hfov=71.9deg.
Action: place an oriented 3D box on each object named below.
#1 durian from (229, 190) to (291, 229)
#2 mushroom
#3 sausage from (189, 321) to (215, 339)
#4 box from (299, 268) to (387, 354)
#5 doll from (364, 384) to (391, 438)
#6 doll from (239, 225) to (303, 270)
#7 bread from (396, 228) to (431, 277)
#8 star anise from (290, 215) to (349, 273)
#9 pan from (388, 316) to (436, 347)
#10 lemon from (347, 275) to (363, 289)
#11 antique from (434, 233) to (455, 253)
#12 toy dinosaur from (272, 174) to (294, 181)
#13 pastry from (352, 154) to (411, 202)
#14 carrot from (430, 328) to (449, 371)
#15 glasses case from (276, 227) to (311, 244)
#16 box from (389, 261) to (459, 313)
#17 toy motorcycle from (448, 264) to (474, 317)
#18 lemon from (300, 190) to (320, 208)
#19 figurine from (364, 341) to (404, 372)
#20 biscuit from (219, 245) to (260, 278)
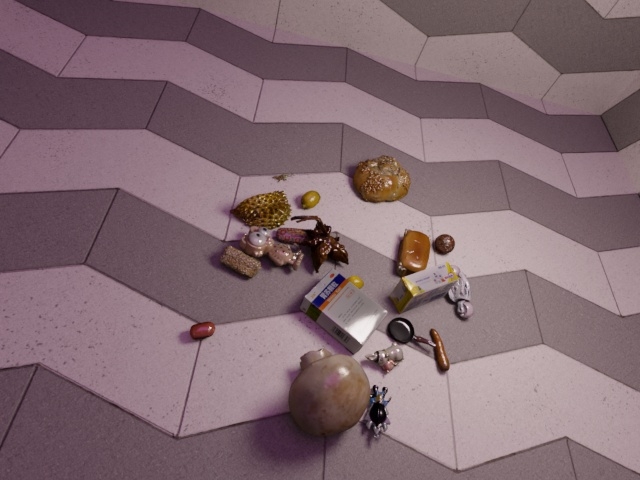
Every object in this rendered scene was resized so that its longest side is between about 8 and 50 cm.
[{"bbox_3d":[-0.241,-0.132,2.008,0.261,0.154,0.186,-32,94,-24],"label":"durian"},{"bbox_3d":[0.017,0.523,1.556,0.298,0.297,0.290,-10,23,-23],"label":"mushroom"},{"bbox_3d":[-0.439,0.338,1.643,0.094,0.059,0.054,-9,59,-21],"label":"sausage"},{"bbox_3d":[0.094,0.285,1.807,0.299,0.106,0.200,39,52,11],"label":"box"},{"bbox_3d":[0.212,0.630,1.625,0.096,0.070,0.195,7,45,7],"label":"doll"},{"bbox_3d":[-0.207,0.034,1.895,0.278,0.119,0.154,21,38,-9],"label":"doll"},{"bbox_3d":[0.438,0.064,2.067,0.136,0.107,0.241,18,52,0],"label":"bread"},{"bbox_3d":[-0.010,-0.001,1.918,0.346,0.148,0.237,46,53,-32],"label":"star anise"},{"bbox_3d":[0.385,0.399,1.853,0.212,0.040,0.115,25,52,11],"label":"pan"},{"bbox_3d":[0.145,0.186,1.920,0.092,0.065,0.065,5,55,-16],"label":"lemon"},{"bbox_3d":[0.608,0.015,2.156,0.104,0.104,0.104,8,54,-11],"label":"antique"},{"bbox_3d":[-0.181,-0.314,2.197,0.113,0.026,0.041,-7,41,-11],"label":"toy dinosaur"},{"bbox_3d":[0.325,-0.324,2.274,0.311,0.162,0.255,-13,63,-22],"label":"pastry"},{"bbox_3d":[0.499,0.454,1.848,0.047,0.047,0.191,3,54,-15],"label":"carrot"},{"bbox_3d":[-0.102,-0.020,2.001,0.195,0.049,0.073,5,55,-13],"label":"glasses case"},{"bbox_3d":[0.454,0.207,1.935,0.265,0.168,0.097,-17,59,-24],"label":"box"},{"bbox_3d":[0.639,0.223,2.005,0.113,0.112,0.254,-3,61,-18],"label":"toy motorcycle"},{"bbox_3d":[-0.050,-0.195,2.120,0.111,0.082,0.082,-36,72,-27],"label":"lemon"},{"bbox_3d":[0.259,0.471,1.741,0.146,0.081,0.098,-16,62,-26],"label":"figurine"},{"bbox_3d":[-0.333,0.090,1.839,0.169,0.082,0.070,28,10,2],"label":"biscuit"}]
